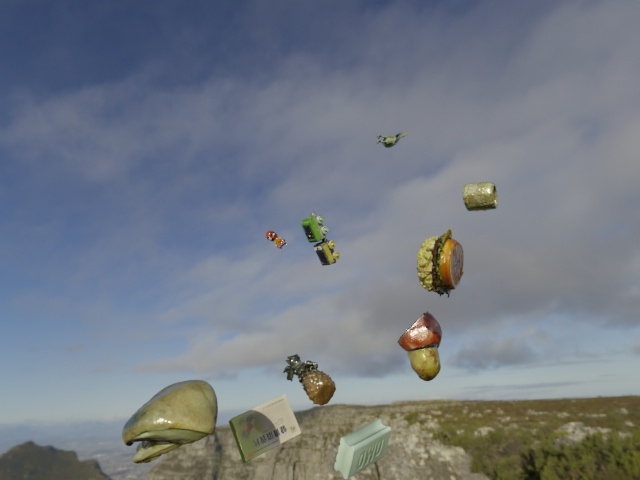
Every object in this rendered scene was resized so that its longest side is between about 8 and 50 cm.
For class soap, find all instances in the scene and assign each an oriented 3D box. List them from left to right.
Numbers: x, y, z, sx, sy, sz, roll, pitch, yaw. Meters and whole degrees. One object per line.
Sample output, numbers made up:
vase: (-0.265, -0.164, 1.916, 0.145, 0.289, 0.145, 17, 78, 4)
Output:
soap: (0.191, 0.918, 1.795, 0.266, 0.159, 0.088, 1, 14, -45)

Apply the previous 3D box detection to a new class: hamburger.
hamburger: (0.451, 0.089, 1.534, 0.139, 0.243, 0.262, 3, -28, 36)

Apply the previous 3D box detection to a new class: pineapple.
pineapple: (-0.052, 0.509, 1.520, 0.119, 0.111, 0.237, -16, 29, -34)

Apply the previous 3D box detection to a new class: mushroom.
mushroom: (-0.480, 0.526, 1.255, 0.292, 0.217, 0.212, -39, -51, 24)

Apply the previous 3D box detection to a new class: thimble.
thimble: (0.806, -0.213, 2.042, 0.144, 0.137, 0.190, -4, -28, 31)

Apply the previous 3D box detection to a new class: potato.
potato: (0.314, 0.361, 1.195, 0.096, 0.103, 0.066, -22, -17, 8)

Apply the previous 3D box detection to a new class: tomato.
tomato: (0.487, 0.460, 1.916, 0.214, 0.155, 0.181, -46, -28, 2)

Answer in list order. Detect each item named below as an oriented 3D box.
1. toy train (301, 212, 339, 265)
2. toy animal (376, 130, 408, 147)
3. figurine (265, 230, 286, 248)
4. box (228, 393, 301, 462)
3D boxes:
toy train: (0.000, 0.000, 1.445, 0.081, 0.202, 0.060, -35, 16, -38)
toy animal: (0.239, -0.355, 1.417, 0.075, 0.041, 0.217, 8, 0, -6)
figurine: (-0.267, -0.010, 2.407, 0.068, 0.140, 0.075, -48, -14, 0)
box: (-0.233, 0.788, 1.713, 0.261, 0.175, 0.062, -13, -25, -33)
